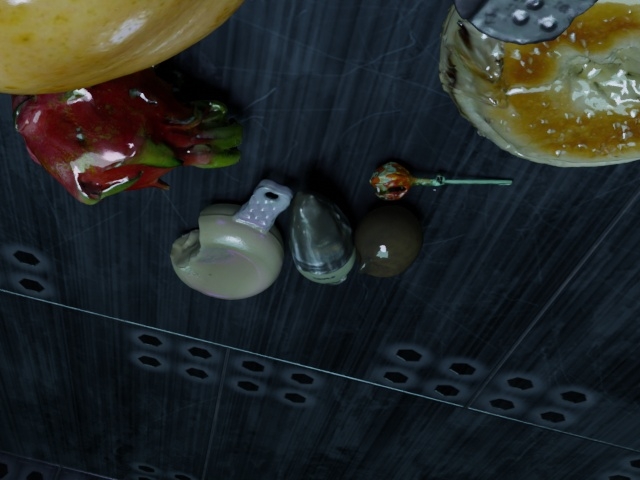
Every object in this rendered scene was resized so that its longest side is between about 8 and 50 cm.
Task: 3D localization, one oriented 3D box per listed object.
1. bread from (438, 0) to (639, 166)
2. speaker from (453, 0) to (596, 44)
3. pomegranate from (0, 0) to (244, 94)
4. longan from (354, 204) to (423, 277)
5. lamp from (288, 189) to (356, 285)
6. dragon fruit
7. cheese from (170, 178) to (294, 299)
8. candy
[{"bbox_3d":[0.264,-0.196,0.880,0.306,0.158,0.305,7,149,4],"label":"bread"},{"bbox_3d":[0.188,-0.261,0.679,0.198,0.329,0.259,-17,143,38],"label":"speaker"},{"bbox_3d":[-0.193,-0.316,0.649,0.417,0.416,0.416,9,147,6],"label":"pomegranate"},{"bbox_3d":[0.090,0.004,1.289,0.092,0.113,0.113,42,150,16],"label":"longan"},{"bbox_3d":[0.000,0.000,1.312,0.101,0.101,0.250,5,158,13],"label":"lamp"},{"bbox_3d":[-0.237,-0.155,1.129,0.269,0.200,0.198,-15,156,-35],"label":"dragon fruit"},{"bbox_3d":[-0.117,-0.008,1.372,0.163,0.082,0.286,20,143,-14],"label":"cheese"},{"bbox_3d":[0.156,-0.077,1.212,0.185,0.049,0.055,0,177,5],"label":"candy"}]
